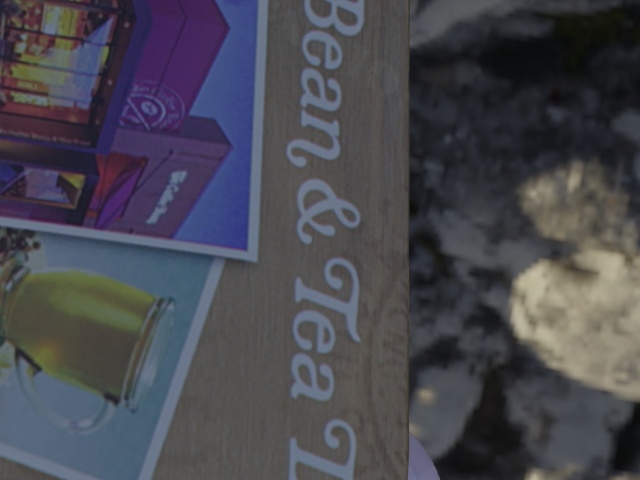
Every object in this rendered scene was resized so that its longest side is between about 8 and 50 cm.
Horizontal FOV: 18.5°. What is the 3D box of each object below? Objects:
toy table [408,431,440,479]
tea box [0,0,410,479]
[{"bbox_3d":[-0.081,0.183,1.218,0.274,0.161,0.252,-16,100,34],"label":"toy table"},{"bbox_3d":[-0.116,0.014,0.601,0.220,0.329,0.323,8,155,-14],"label":"tea box"}]
